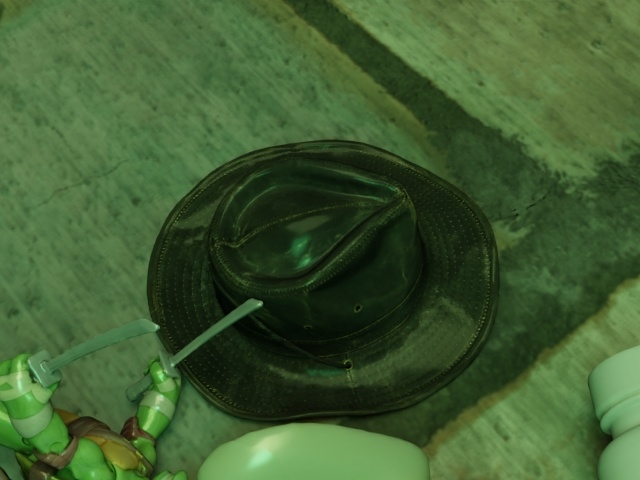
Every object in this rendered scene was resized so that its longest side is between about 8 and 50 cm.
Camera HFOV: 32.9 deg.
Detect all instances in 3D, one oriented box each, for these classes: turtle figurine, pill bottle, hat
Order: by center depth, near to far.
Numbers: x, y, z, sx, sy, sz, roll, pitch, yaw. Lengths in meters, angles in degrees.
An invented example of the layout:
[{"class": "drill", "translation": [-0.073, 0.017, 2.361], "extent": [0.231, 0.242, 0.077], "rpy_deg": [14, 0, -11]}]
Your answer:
[{"class": "pill bottle", "translation": [0.288, 0.200, 0.839], "extent": [0.131, 0.131, 0.229], "rpy_deg": [-8, 59, -3]}, {"class": "turtle figurine", "translation": [-0.201, 0.108, 0.874], "extent": [0.266, 0.275, 0.198], "rpy_deg": [15, 28, 16]}, {"class": "hat", "translation": [0.000, 0.000, 0.972], "extent": [0.331, 0.134, 0.331], "rpy_deg": [-1, 57, 1]}]

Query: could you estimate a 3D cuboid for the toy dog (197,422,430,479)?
[{"class": "toy dog", "translation": [0.062, 0.374, 0.675], "extent": [0.395, 0.284, 0.408], "rpy_deg": [15, 43, -34]}]
